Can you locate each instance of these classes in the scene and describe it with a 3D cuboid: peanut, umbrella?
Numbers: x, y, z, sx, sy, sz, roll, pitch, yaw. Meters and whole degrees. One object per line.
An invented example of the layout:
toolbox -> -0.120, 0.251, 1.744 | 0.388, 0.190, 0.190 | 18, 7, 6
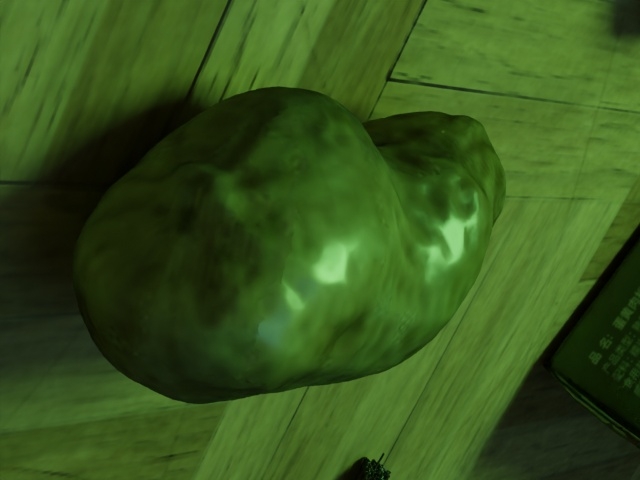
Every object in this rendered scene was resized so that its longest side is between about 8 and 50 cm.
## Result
peanut -> 0.000, 0.000, 0.664 | 0.253, 0.122, 0.137 | -5, 118, -53
umbrella -> 0.023, 0.172, 0.962 | 0.083, 0.020, 0.031 | -55, -166, 23

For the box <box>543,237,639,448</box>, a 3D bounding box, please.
box -> 0.402, 0.016, 1.177 | 0.420, 0.138, 0.373 | -55, 147, 4
